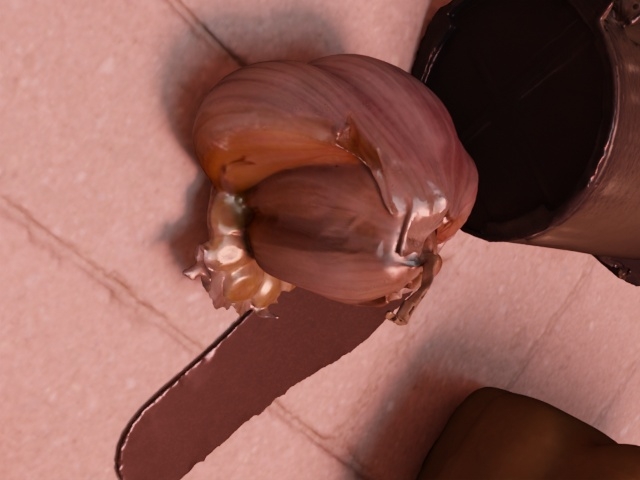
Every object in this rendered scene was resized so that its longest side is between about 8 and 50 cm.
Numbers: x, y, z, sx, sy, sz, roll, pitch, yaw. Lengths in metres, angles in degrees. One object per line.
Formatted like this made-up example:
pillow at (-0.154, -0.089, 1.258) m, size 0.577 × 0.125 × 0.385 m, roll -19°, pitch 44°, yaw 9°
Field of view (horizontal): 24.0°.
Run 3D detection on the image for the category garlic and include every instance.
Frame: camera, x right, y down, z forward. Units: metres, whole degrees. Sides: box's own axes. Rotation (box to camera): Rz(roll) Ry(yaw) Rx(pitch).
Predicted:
garlic at (0.000, 0.000, 0.995) m, size 0.207 × 0.257 × 0.207 m, roll -1°, pitch 135°, yaw -1°

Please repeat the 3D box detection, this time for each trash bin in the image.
trash bin at (0.231, -0.083, 1.169) m, size 0.301 × 0.203 × 0.252 m, roll 6°, pitch 124°, yaw -46°

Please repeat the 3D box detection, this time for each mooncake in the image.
mooncake at (0.252, 0.267, 1.260) m, size 0.378 × 0.378 × 0.201 m, roll 38°, pitch 77°, yaw -48°

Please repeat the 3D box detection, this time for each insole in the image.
insole at (-0.027, 0.076, 1.142) m, size 0.328 × 0.007 × 0.111 m, roll -39°, pitch 131°, yaw -24°
